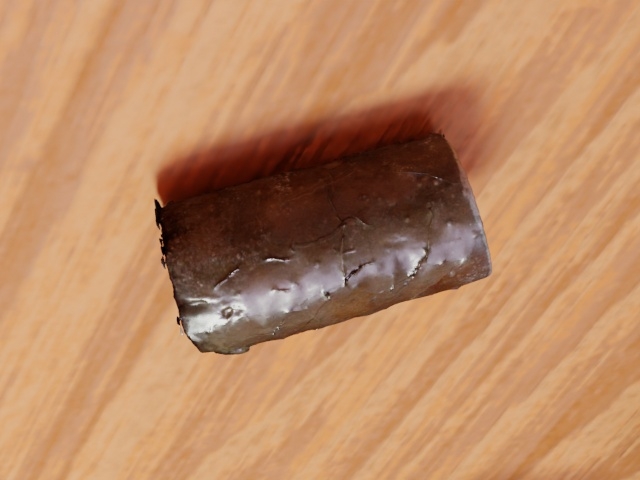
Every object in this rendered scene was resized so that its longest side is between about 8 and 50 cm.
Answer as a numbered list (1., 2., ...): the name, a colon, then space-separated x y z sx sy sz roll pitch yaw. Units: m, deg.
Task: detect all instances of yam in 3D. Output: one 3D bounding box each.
1. yam: 0.000 0.001 0.833 0.141 0.079 0.079 -16 144 -2
